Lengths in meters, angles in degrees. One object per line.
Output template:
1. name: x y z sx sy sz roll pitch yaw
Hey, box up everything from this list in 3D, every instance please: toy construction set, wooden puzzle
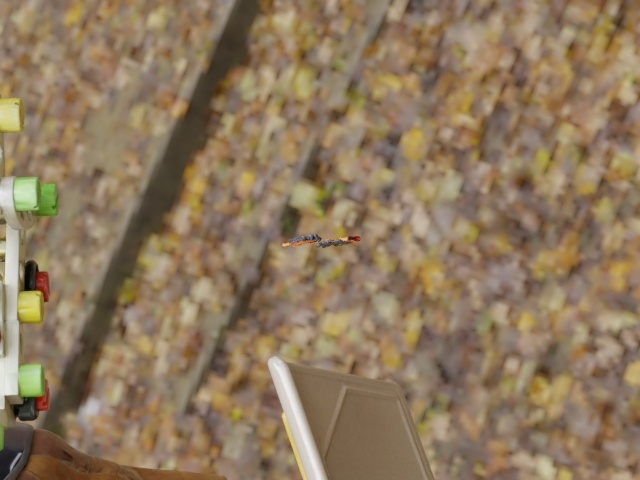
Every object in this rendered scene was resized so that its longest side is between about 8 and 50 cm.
1. toy construction set: -0.301 0.054 1.513 0.215 0.151 0.327 91 -169 -70
2. wooden puzzle: 0.042 0.215 1.510 0.044 0.239 0.221 -29 65 21

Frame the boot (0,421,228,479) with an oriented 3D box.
1. boot: -0.201 0.298 1.735 0.096 0.280 0.264 -63 23 18

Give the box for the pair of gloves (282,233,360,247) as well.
1. pair of gloves: 0.000 0.000 2.231 0.074 0.083 0.010 -14 77 59
